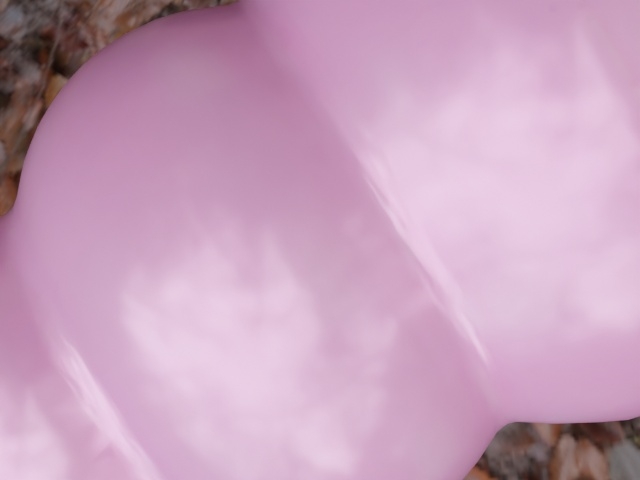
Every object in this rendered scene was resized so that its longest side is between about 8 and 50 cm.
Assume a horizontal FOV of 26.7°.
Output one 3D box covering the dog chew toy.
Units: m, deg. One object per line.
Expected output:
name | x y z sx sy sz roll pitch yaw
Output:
dog chew toy | 0.000 0.000 0.431 0.332 0.206 0.206 -32 111 -1
